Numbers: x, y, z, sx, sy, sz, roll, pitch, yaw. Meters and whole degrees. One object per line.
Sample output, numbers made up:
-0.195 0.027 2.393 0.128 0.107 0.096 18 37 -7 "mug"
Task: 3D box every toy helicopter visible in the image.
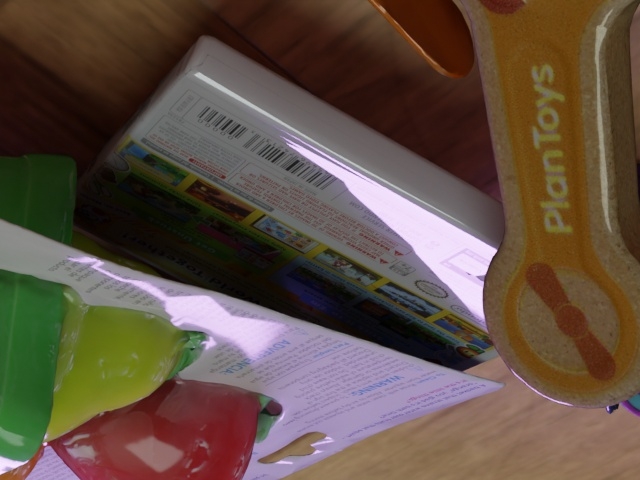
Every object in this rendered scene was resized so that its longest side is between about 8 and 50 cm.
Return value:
0.072 -0.102 0.586 0.235 0.140 0.355 1 108 33 "toy helicopter"

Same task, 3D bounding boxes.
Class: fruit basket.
-0.138 0.071 0.795 0.353 0.165 0.327 13 151 -35 "fruit basket"

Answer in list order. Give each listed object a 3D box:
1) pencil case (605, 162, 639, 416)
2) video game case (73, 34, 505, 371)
0.161 0.024 0.736 0.064 0.151 0.070 -6 125 3 "pencil case"
0.000 0.000 0.737 0.227 0.026 0.206 28 153 -16 "video game case"
